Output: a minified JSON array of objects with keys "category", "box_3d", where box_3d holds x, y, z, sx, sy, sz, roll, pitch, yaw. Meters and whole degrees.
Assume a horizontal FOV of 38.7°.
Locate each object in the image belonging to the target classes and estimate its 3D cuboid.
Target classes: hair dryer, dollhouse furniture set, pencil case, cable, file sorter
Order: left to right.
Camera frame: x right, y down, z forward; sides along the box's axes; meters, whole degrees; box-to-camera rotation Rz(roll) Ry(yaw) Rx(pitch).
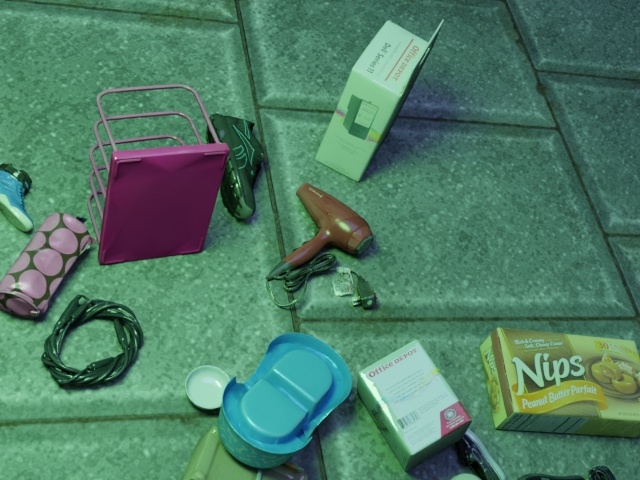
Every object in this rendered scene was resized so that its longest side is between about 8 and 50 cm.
[{"category":"pencil case","box_3d":[-0.489,0.045,1.622,0.098,0.095,0.209,35,51,-13]},{"category":"cable","box_3d":[-0.396,0.183,1.585,0.151,0.047,0.184,27,47,-5]},{"category":"file sorter","box_3d":[-0.316,-0.123,1.683,0.202,0.290,0.182,-8,55,-25]},{"category":"dollhouse furniture set","box_3d":[-0.153,0.461,1.444,0.198,0.151,0.301,29,21,-5]},{"category":"hair dryer","box_3d":[0.000,0.000,1.839,0.224,0.080,0.293,5,53,-16]}]

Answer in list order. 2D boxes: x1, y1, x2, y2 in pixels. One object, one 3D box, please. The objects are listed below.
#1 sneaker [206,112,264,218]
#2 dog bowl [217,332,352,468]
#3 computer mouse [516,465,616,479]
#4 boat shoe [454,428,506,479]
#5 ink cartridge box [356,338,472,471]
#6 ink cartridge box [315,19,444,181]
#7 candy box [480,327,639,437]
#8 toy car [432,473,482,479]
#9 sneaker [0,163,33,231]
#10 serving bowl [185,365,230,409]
[{"category":"sneaker","box_3d":[-0.161,-0.162,1.890,0.106,0.101,0.267,-2,56,-24]},{"category":"dog bowl","box_3d":[-0.066,0.277,1.570,0.166,0.074,0.297,37,36,10]},{"category":"computer mouse","box_3d":[0.438,0.494,1.640,0.272,0.072,0.188,13,48,-27]},{"category":"boat shoe","box_3d":[0.280,0.396,1.664,0.040,0.049,0.142,-29,71,-34]},{"category":"ink cartridge box","box_3d":[0.162,0.294,1.627,0.128,0.127,0.176,-27,67,-13]},{"category":"ink cartridge box","box_3d":[0.123,-0.319,1.946,0.119,0.353,0.207,29,50,3]},{"category":"candy box","box_3d":[0.487,0.282,1.800,0.317,0.087,0.182,6,53,-15]},{"category":"toy car","box_3d":[0.194,0.463,1.536,0.182,0.159,0.136,-9,24,-25]},{"category":"sneaker","box_3d":[-0.568,-0.087,1.710,0.152,0.058,0.085,40,60,20]},{"category":"serving bowl","box_3d":[-0.198,0.263,1.601,0.083,0.027,0.083,10,51,-13]}]
